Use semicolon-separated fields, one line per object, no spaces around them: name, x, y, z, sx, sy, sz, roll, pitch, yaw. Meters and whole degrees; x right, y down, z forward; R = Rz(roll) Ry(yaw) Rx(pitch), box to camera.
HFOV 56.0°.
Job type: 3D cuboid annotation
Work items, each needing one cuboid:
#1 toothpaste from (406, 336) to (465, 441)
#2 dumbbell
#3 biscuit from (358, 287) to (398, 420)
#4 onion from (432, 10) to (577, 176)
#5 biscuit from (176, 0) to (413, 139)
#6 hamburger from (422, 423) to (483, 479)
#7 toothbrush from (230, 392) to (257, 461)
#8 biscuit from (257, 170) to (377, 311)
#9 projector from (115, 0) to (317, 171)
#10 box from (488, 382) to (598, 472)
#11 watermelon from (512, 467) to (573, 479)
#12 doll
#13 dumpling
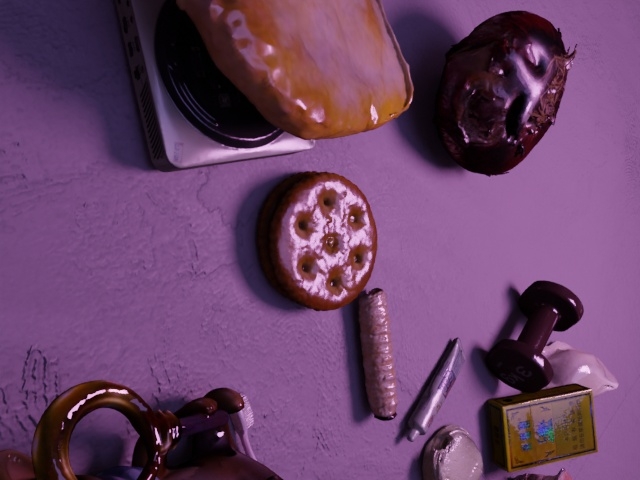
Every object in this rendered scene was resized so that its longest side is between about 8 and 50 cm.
toothpaste;0.221;0.285;1.137;0.233;0.038;0.060;-48;121;-35
dumbbell;0.455;0.201;1.278;0.124;0.140;0.225;36;59;9
biscuit;0.097;0.192;1.018;0.061;0.055;0.219;-19;104;-77
onion;0.332;-0.277;1.155;0.314;0.232;0.313;-23;125;-37
biscuit;-0.038;-0.328;0.803;0.446;0.104;0.429;-41;111;-53
hamburger;0.252;0.423;1.137;0.140;0.062;0.133;-24;102;-37
toothbrush;-0.078;0.362;0.874;0.030;0.025;0.307;-27;105;-47
biscuit;0.000;0.000;0.938;0.221;0.066;0.220;-1;92;-40
projector;-0.128;-0.237;0.826;0.259;0.079;0.257;-16;96;-41
box;0.470;0.392;1.272;0.220;0.064;0.140;-7;93;-16
watermelon;0.465;0.582;1.199;0.310;0.193;0.231;-10;69;-23
doll;-0.180;0.304;0.666;0.340;0.209;0.317;3;82;-39
dumpling;0.574;0.298;1.399;0.229;0.124;0.151;1;46;-22
